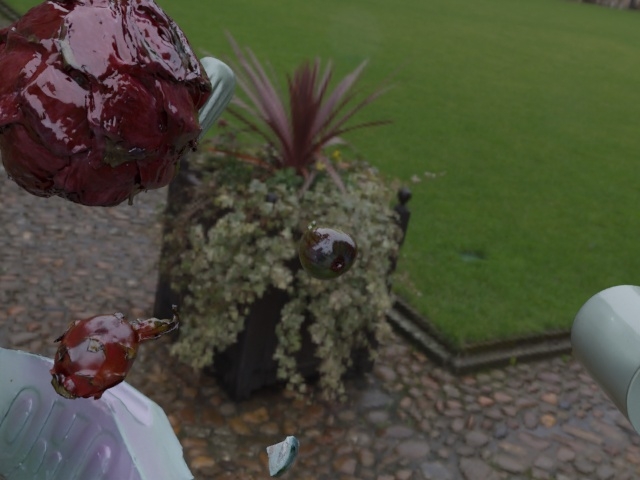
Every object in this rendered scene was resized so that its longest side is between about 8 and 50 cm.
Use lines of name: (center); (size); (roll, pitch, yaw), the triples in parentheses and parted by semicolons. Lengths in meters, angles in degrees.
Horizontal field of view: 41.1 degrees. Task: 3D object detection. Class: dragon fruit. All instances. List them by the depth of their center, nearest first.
dragon fruit: (-0.313, -0.204, 1.216); (0.329, 0.329, 0.329); (9, 21, -4)
dragon fruit: (-0.339, 0.175, 1.430); (0.246, 0.125, 0.125); (-24, 17, -30)

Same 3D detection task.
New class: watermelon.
watermelon: (-0.074, 0.397, 1.606); (0.061, 0.085, 0.085); (20, 22, 16)

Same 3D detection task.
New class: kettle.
kettle: (0.591, 0.248, 1.534); (0.205, 0.265, 0.318); (7, 13, -3)

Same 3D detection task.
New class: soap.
soap: (-0.455, 0.382, 1.613); (0.446, 0.261, 0.156); (30, 4, 26)

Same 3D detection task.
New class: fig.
fig: (0.000, 0.000, 2.174); (0.149, 0.149, 0.245); (2, 29, -23)

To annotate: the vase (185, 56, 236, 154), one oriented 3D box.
vase: (-0.311, -0.337, 2.171); (0.128, 0.248, 0.128); (26, -9, 4)
